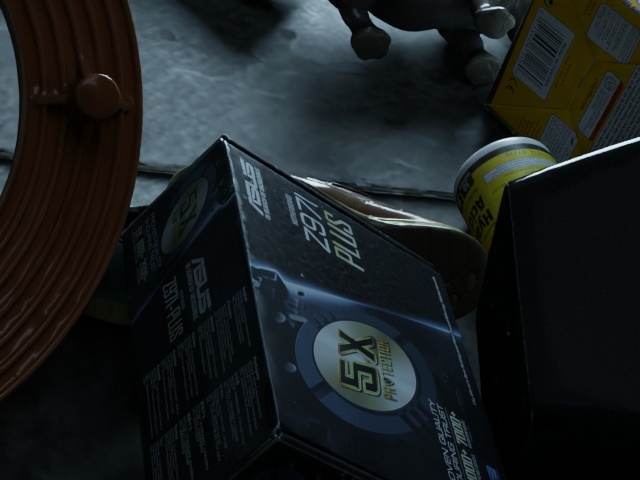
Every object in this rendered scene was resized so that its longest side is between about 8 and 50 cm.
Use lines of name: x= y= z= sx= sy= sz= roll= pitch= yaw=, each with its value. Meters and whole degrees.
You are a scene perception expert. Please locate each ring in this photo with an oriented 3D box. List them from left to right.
ring: x=-0.223 y=-0.065 z=0.582 sx=0.336 sy=0.032 sz=0.336 roll=3 pitch=85 yaw=-29

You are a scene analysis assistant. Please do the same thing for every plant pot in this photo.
plant pot: x=0.164 y=0.056 z=0.672 sx=0.167 sy=0.187 sz=0.188 roll=1 pitch=57 yaw=-1

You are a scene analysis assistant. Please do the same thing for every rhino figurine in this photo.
rhino figurine: x=0.100 y=-0.167 z=1.004 sx=0.243 sy=0.073 sz=0.106 roll=10 pitch=43 yaw=-30

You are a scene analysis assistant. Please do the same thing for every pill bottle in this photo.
pill bottle: x=0.124 y=0.000 z=0.824 sx=0.065 sy=0.065 sz=0.116 roll=2 pitch=42 yaw=-24

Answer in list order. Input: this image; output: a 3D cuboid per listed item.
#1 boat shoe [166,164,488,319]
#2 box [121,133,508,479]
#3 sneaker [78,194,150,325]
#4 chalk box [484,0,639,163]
boat shoe: x=0.000 y=0.000 z=0.777 sx=0.178 sy=0.064 sz=0.060 roll=15 pitch=8 yaw=-11
box: x=-0.003 y=0.063 z=0.634 sx=0.147 sy=0.077 sz=0.180 roll=31 pitch=30 yaw=-33
sneaker: x=-0.130 y=0.000 z=0.694 sx=0.162 sy=0.073 sz=0.063 roll=-3 pitch=45 yaw=-28
chalk box: x=0.244 y=-0.117 z=0.967 sx=0.213 sy=0.132 sz=0.132 roll=-15 pitch=51 yaw=-36
